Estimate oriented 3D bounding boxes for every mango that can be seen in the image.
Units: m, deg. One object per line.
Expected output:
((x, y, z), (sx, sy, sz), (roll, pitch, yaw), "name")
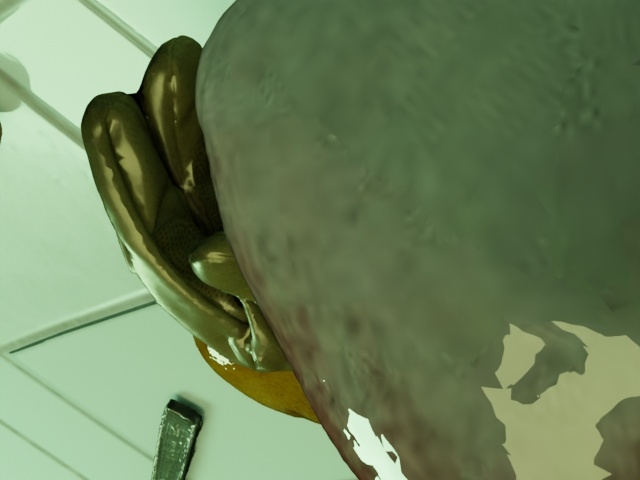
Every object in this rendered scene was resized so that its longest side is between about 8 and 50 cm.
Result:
((-0.020, 0.065, 1.299), (0.115, 0.089, 0.165), (-3, 145, 25), "mango")

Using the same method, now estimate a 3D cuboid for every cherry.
((0.121, -0.020, 0.840), (0.326, 0.291, 0.335), (-43, 68, 32), "cherry")

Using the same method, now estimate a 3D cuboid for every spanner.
((-0.134, 0.206, 1.684), (0.093, 0.026, 0.325), (24, 150, 3), "spanner")

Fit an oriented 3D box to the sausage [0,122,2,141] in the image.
((-0.271, -0.075, 1.297), (0.131, 0.041, 0.039), (7, 152, 29), "sausage")

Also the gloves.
((-0.009, 0.005, 1.125), (0.331, 0.154, 0.141), (33, 149, -29), "gloves")
